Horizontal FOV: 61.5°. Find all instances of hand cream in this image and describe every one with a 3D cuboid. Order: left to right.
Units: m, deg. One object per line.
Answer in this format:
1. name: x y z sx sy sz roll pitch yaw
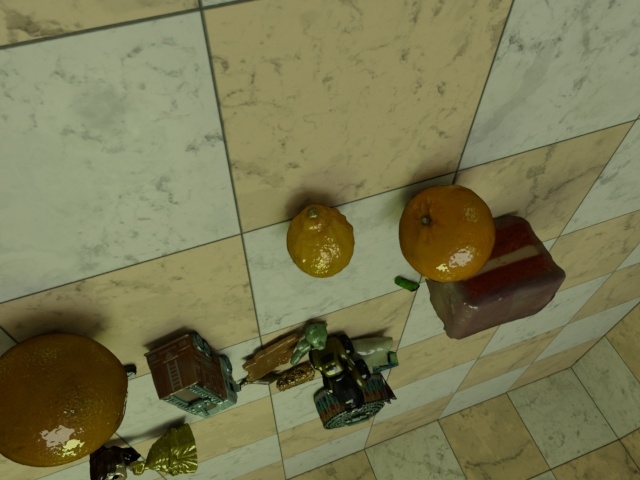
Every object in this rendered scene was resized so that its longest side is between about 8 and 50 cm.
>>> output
1. hand cream: 0.252 0.130 1.570 0.036 0.023 0.122 -38 146 20

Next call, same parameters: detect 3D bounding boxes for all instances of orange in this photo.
1. orange: -0.531 0.318 1.088 0.274 0.274 0.274 -17 148 -11
2. orange: 0.273 -0.017 1.185 0.193 0.219 0.219 23 128 -25

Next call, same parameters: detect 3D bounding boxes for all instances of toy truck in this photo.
1. toy truck: -0.319 0.366 1.402 0.136 0.162 0.305 -25 148 1
2. toy truck: 0.061 0.417 1.678 0.147 0.165 0.224 -26 111 9

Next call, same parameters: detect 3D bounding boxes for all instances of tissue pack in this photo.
1. tissue pack: 0.209 0.424 1.932 0.111 0.079 0.085 -10 177 -22

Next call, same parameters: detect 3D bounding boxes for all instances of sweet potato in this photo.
1. sweet potato: -0.193 0.448 1.727 0.153 0.038 0.041 -6 121 -24

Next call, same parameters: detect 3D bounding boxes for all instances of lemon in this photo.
1. lemon: 0.000 0.000 1.101 0.142 0.142 0.187 -23 143 -3

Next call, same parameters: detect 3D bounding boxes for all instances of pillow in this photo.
1. pillow: 0.150 0.377 1.817 0.181 0.078 0.134 -6 140 -17

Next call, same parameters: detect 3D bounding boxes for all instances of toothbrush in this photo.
1. toothbrush: -0.599 0.341 1.306 0.297 0.030 0.030 -3 116 -28

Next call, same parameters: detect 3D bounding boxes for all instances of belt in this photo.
1. belt: 0.128 0.642 2.109 0.295 0.160 0.207 -5 143 -28

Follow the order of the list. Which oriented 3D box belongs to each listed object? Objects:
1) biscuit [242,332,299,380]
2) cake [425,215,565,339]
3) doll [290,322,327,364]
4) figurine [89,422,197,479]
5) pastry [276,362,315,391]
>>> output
1. biscuit: -0.145 0.349 1.615 0.162 0.035 0.250 7 137 -50
2. cake: 0.458 0.106 1.472 0.309 0.237 0.230 -15 147 -13
3. doll: -0.031 0.305 1.574 0.150 0.077 0.115 -51 164 21
4. figurine: -0.573 0.713 1.733 0.315 0.168 0.187 -8 172 -27
5. pastry: -0.084 0.458 1.799 0.140 0.056 0.080 -20 152 -3
